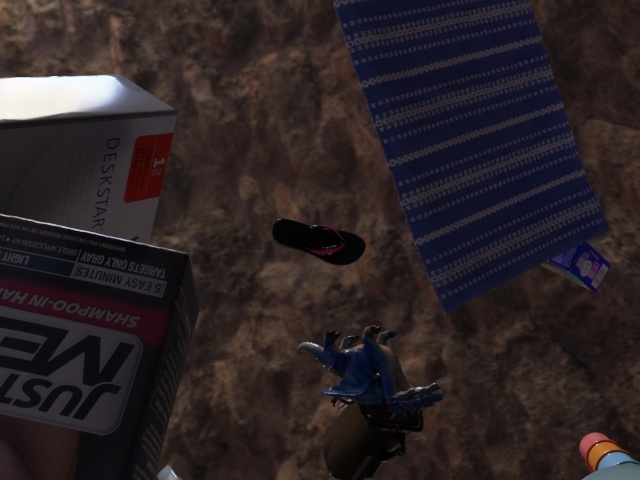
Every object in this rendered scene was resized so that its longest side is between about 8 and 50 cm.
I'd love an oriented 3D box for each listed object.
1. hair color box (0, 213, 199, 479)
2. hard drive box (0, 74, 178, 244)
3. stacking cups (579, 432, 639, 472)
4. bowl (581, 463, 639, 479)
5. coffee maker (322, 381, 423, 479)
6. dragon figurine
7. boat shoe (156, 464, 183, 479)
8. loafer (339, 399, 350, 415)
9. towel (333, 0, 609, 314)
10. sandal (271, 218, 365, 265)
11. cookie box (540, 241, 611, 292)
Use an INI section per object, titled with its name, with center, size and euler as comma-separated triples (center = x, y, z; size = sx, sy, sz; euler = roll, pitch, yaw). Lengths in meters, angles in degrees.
[hair color box]
center = -0.201, 0.162, 0.466
size = 0.105, 0.173, 0.347
euler = 100, 2, -64
[hard drive box]
center = -0.253, -0.041, 0.656
size = 0.089, 0.232, 0.181
euler = 32, -61, 27
[stacking cups]
center = 0.534, 0.425, 1.367
size = 0.316, 0.096, 0.096
euler = -102, -157, -87
[bowl]
center = 0.406, 0.394, 0.813
size = 0.163, 0.311, 0.312
euler = 138, -53, -61
[coffee maker]
center = 0.070, 0.336, 1.366
size = 0.178, 0.171, 0.120
euler = -60, -176, 36
[dragon figurine]
center = 0.056, 0.219, 1.235
size = 0.289, 0.085, 0.144
euler = -9, -110, 34
[boat shoe]
center = -0.037, 0.214, 0.334
size = 0.228, 0.068, 0.081
euler = 61, -15, 6
[loafer]
center = 0.085, 0.351, 1.614
size = 0.125, 0.045, 0.039
euler = -37, -154, 38
[towel]
center = 0.149, -0.129, 0.722
size = 0.040, 0.243, 0.336
euler = -15, -85, 57
[sandal]
center = 0.000, 0.000, 1.387
size = 0.040, 0.179, 0.067
euler = 134, -33, -63
[cookie box]
center = 0.261, 0.010, 0.866
size = 0.107, 0.092, 0.040
euler = 32, -88, 41
